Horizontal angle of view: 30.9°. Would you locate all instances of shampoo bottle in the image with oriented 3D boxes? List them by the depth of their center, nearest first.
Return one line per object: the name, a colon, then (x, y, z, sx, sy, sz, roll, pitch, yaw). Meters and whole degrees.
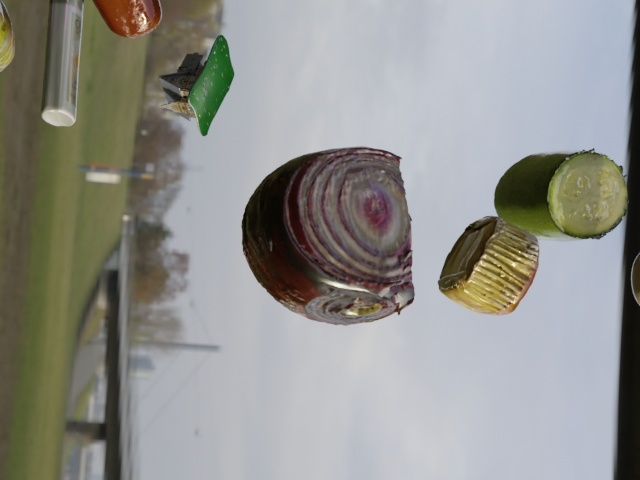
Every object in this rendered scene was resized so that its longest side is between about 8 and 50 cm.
shampoo bottle: (-0.427, -0.309, 1.922, 0.086, 0.056, 0.227, 99, -8, -76)

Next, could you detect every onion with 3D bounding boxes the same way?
onion: (-0.006, 0.000, 1.492, 0.206, 0.207, 0.216, 140, -49, -59)

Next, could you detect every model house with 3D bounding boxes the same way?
model house: (-0.224, -0.274, 2.015, 0.117, 0.088, 0.167, 74, 31, -53)

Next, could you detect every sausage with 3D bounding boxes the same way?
sausage: (-0.299, -0.396, 1.535, 0.089, 0.083, 0.300, -87, 156, -46)

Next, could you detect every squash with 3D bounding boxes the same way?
squash: (0.477, -0.091, 2.327, 0.260, 0.189, 0.189, -170, -95, -78)

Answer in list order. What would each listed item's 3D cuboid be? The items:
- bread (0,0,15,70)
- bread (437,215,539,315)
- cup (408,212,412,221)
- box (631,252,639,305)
bread: (-0.498, -0.303, 1.562, 0.105, 0.213, 0.213, -63, -177, -21)
bread: (0.250, 0.040, 1.694, 0.132, 0.114, 0.190, -64, -170, -7)
cup: (0.081, -0.041, 1.681, 0.077, 0.078, 0.100, 59, -18, 3)
box: (0.642, 0.067, 2.007, 0.088, 0.200, 0.146, 73, 21, -50)
